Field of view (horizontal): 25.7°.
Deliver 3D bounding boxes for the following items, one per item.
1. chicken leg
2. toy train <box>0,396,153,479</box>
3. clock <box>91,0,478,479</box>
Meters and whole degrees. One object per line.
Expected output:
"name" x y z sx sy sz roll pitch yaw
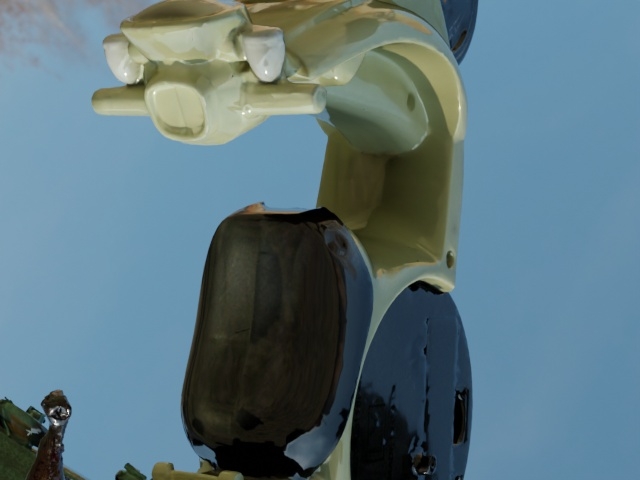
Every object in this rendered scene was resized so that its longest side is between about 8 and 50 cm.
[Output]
"chicken leg" -0.149 0.145 0.784 0.037 0.145 0.062 10 -131 0
"toy train" -0.201 0.242 1.190 0.285 0.177 0.116 20 -115 35
"clock" 0.000 0.000 0.704 0.120 0.276 0.379 0 -89 30
